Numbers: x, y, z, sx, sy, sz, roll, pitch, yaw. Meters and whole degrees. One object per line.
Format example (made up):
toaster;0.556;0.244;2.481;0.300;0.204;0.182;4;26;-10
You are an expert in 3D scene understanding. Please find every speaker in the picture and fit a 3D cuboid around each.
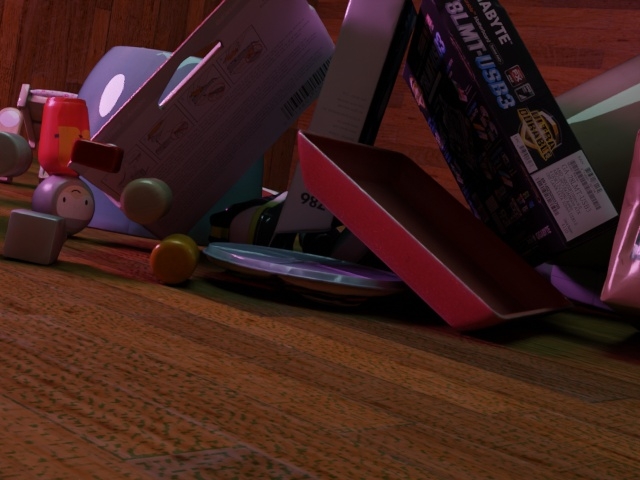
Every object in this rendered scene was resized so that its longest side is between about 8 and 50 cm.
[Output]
speaker;0.000;0.000;1.306;0.055;0.055;0.136;9;4;-4

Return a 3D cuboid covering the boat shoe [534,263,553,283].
boat shoe;0.312;0.038;1.443;0.070;0.078;0.219;-29;-24;27

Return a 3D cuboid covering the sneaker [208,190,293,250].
sneaker;-0.084;-0.025;1.250;0.097;0.084;0.234;9;4;6

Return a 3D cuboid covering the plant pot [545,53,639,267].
plant pot;0.396;-0.093;1.270;0.280;0.323;0.323;-12;8;-8

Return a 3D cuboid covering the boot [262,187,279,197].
boot;-0.193;-0.076;1.717;0.244;0.088;0.176;15;7;21

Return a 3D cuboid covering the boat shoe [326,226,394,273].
boat shoe;0.095;-0.005;1.230;0.105;0.113;0.306;44;14;3

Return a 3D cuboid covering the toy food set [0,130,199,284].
toy food set;-0.216;-0.036;0.900;0.232;0.111;0.104;11;3;-4

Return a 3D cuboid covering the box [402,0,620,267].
box;0.192;-0.112;1.108;0.073;0.293;0.295;-25;-8;-4

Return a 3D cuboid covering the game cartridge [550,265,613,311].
game cartridge;0.461;0.062;1.328;0.294;0.060;0.196;13;12;22

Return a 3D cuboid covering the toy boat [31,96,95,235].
toy boat;-0.401;-0.083;1.074;0.318;0.148;0.267;2;0;-7

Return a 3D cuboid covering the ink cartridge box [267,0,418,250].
ink cartridge box;0.025;-0.116;1.126;0.065;0.333;0.165;20;7;7

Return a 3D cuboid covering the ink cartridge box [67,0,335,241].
ink cartridge box;-0.123;-0.153;1.072;0.066;0.296;0.261;42;-3;24

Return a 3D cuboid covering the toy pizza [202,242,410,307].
toy pizza;-0.014;0.035;0.963;0.201;0.032;0.201;10;3;-1

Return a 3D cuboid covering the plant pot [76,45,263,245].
plant pot;-0.207;-0.131;1.365;0.293;0.235;0.293;10;4;-1

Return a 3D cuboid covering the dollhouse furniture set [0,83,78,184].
dollhouse furniture set;-0.418;-0.232;1.640;0.303;0.174;0.355;8;-25;-6

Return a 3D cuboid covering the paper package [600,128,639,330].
paper package;0.458;0.027;0.948;0.325;0.168;0.309;12;-5;25

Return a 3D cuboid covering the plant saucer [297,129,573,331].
plant saucer;0.109;-0.001;0.991;0.258;0.048;0.259;44;17;21
